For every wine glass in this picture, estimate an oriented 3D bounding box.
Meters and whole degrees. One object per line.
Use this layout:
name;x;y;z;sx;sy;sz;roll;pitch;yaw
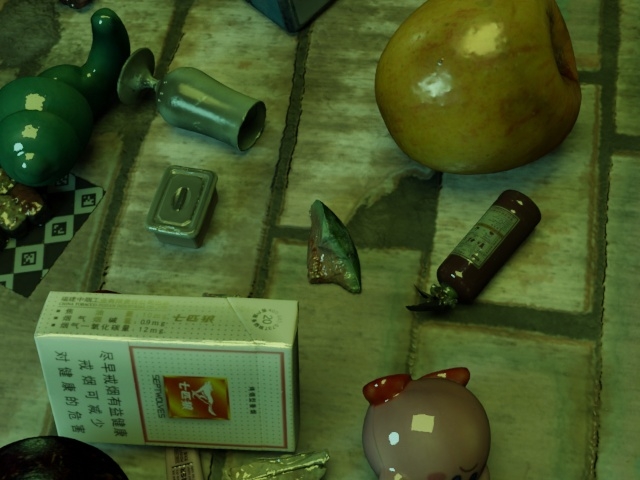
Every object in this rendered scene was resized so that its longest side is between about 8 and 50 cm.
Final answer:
wine glass;-0.206;-0.225;1.780;0.231;0.103;0.103;26;67;16

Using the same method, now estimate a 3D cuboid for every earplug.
earplug;-0.405;-0.207;1.741;0.257;0.164;0.280;-17;45;24

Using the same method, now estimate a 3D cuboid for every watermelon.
watermelon;0.009;-0.007;1.641;0.080;0.101;0.155;-11;49;15

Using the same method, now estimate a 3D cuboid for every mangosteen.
mangosteen;-0.334;0.384;1.365;0.288;0.288;0.288;-4;60;6

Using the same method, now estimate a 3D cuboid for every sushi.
sushi;-0.498;-0.050;1.751;0.231;0.047;0.219;24;66;20

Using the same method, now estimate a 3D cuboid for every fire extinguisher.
fire extinguisher;0.217;0.025;1.599;0.231;0.071;0.099;-47;37;-16

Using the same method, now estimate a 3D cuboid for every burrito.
burrito;-0.057;0.315;1.478;0.149;0.055;0.041;-9;30;3

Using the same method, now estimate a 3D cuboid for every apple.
apple;0.233;-0.239;1.627;0.275;0.299;0.299;-19;55;30

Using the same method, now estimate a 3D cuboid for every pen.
pen;-0.182;0.342;1.489;0.053;0.032;0.197;-14;58;0

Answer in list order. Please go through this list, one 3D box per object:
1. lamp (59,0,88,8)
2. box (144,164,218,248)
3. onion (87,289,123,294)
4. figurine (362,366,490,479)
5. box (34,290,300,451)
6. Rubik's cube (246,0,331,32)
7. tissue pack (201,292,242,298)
lamp;-0.399;-0.542;1.976;0.223;0.151;0.215;-45;46;32
box;-0.210;-0.049;1.700;0.089;0.062;0.122;10;61;14
onion;-0.312;0.133;1.576;0.131;0.131;0.131;-4;60;6
figurine;0.137;0.257;1.417;0.173;0.173;0.173;-4;60;6
box;-0.192;0.177;1.459;0.330;0.210;0.095;3;40;4
Rubik's cube;-0.068;-0.628;1.843;0.359;0.363;0.362;-42;67;-11
tissue pack;-0.148;0.121;1.610;0.063;0.035;0.083;3;59;10
